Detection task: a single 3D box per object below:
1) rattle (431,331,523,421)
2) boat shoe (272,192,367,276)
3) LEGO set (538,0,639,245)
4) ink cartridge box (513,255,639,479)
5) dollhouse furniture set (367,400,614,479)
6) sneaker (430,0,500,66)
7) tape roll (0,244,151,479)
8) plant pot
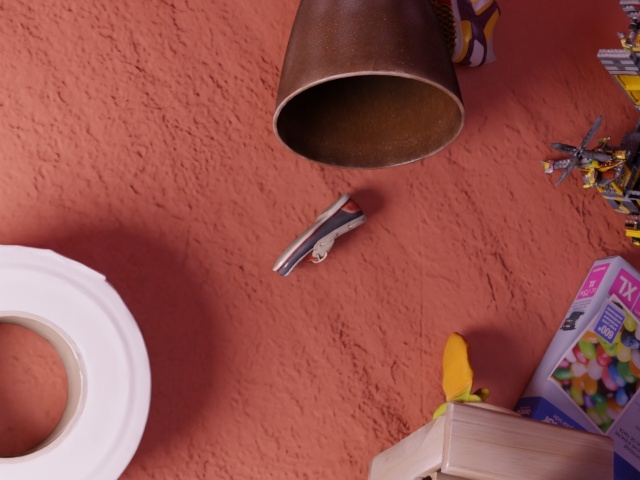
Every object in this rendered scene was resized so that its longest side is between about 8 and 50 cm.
[{"bbox_3d":[0.235,0.209,1.349,0.200,0.130,0.142,10,37,7],"label":"rattle"},{"bbox_3d":[0.000,0.000,1.333,0.137,0.049,0.043,-44,100,-27],"label":"boat shoe"},{"bbox_3d":[0.448,-0.173,1.427,0.192,0.255,0.331,38,79,-41],"label":"LEGO set"},{"bbox_3d":[0.361,0.196,1.438,0.186,0.065,0.311,38,71,-12],"label":"ink cartridge box"},{"bbox_3d":[0.143,0.391,1.101,0.362,0.256,0.394,14,63,-12],"label":"dollhouse furniture set"},{"bbox_3d":[0.186,-0.312,1.455,0.084,0.069,0.185,3,86,-30],"label":"sneaker"},{"bbox_3d":[-0.317,0.148,1.150,0.286,0.100,0.286,4,79,-21],"label":"tape roll"},{"bbox_3d":[0.054,-0.233,1.323,0.215,0.215,0.230,9,64,-20],"label":"plant pot"}]
